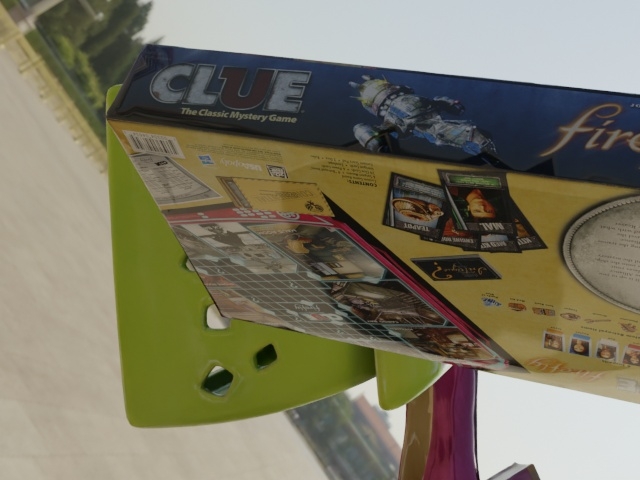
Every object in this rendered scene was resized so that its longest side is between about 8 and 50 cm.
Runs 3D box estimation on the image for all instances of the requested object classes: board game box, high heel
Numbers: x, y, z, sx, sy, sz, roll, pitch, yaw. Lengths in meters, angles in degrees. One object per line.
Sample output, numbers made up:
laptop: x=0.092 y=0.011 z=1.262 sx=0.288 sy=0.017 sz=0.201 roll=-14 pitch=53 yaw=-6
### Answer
board game box: x=0.051 y=0.000 z=0.384 sx=0.243 sy=0.042 sz=0.165 roll=10 pitch=-30 yaw=18
high heel: x=0.087 y=0.174 z=0.955 sx=0.377 sy=0.181 sz=0.127 roll=63 pitch=-13 yaw=16

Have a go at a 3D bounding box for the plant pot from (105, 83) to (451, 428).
plant pot: x=0.000 y=0.000 z=0.643 sx=0.227 sy=0.207 sz=0.228 roll=-12 pitch=98 yaw=-69
